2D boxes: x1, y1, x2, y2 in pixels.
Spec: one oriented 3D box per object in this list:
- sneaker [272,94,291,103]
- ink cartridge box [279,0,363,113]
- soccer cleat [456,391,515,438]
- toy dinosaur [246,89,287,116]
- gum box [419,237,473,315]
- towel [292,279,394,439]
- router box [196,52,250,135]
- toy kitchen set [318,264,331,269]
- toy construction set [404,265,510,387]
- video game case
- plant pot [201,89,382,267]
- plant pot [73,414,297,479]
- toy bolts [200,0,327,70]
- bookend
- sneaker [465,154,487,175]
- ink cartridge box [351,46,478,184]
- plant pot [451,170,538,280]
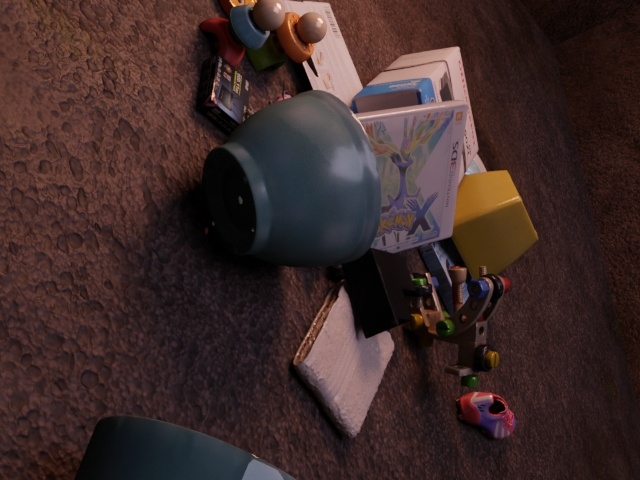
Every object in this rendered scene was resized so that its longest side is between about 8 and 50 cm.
[{"bbox_3d":[0.012,-0.168,1.601,0.319,0.112,0.131,40,43,-40],"label":"sneaker"},{"bbox_3d":[-0.004,-0.385,1.764,0.239,0.060,0.275,-24,92,-58],"label":"ink cartridge box"},{"bbox_3d":[0.408,0.404,1.872,0.248,0.095,0.083,31,46,-45],"label":"soccer cleat"},{"bbox_3d":[-0.041,-0.213,1.463,0.053,0.183,0.093,99,11,-71],"label":"toy dinosaur"},{"bbox_3d":[0.319,0.071,1.996,0.184,0.041,0.157,64,30,-8],"label":"gum box"},{"bbox_3d":[0.052,0.208,1.490,0.187,0.049,0.282,56,33,-18],"label":"towel"},{"bbox_3d":[-0.171,-0.260,1.444,0.092,0.038,0.122,38,42,-41],"label":"router box"},{"bbox_3d":[0.000,0.000,1.518,0.083,0.068,0.075,32,46,-45],"label":"toy kitchen set"},{"bbox_3d":[0.292,0.185,1.758,0.309,0.257,0.237,-12,98,-69],"label":"toy construction set"},{"bbox_3d":[0.158,-0.116,1.609,0.329,0.036,0.300,-14,118,-36],"label":"video game case"},{"bbox_3d":[-0.067,-0.082,1.300,0.196,0.293,0.293,-16,85,-33],"label":"plant pot"},{"bbox_3d":[-0.160,0.360,0.855,0.293,0.293,0.235,47,51,-31],"label":"plant pot"},{"bbox_3d":[-0.109,-0.431,1.530,0.228,0.158,0.218,-34,100,-59],"label":"toy bolts"},{"bbox_3d":[0.128,0.106,1.562,0.157,0.072,0.156,12,55,-58],"label":"bookend"},{"bbox_3d":[0.432,-0.083,2.203,0.366,0.135,0.150,48,44,-15],"label":"sneaker"},{"bbox_3d":[0.235,-0.265,1.897,0.395,0.166,0.286,-51,131,-56],"label":"ink cartridge box"},{"bbox_3d":[0.419,-0.052,2.016,0.212,0.187,0.212,58,14,-31],"label":"plant pot"}]
